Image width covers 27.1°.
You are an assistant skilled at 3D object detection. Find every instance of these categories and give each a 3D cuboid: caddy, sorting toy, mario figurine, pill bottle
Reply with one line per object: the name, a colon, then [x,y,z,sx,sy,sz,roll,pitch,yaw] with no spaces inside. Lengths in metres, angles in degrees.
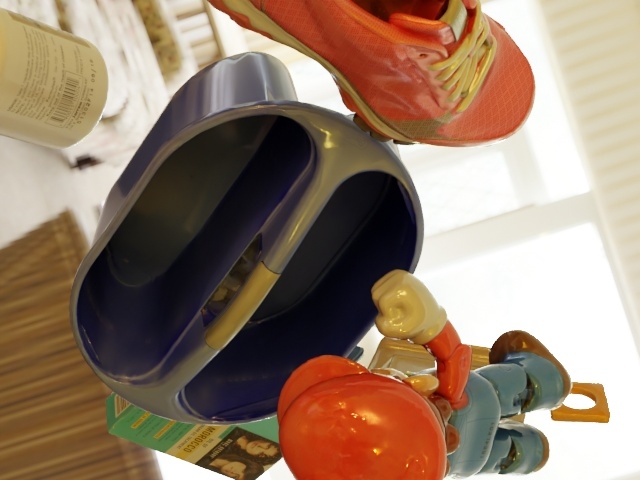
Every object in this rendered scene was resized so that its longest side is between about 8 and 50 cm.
caddy: [-0.064,0.011,1.132,0.241,0.341,0.179,28,29,-18]
sorting toy: [0.131,0.177,1.417,0.196,0.348,0.047,-59,153,-59]
mario figurine: [0.069,0.134,1.089,0.320,0.170,0.198,3,71,-53]
pill bottle: [-0.348,-0.181,1.410,0.229,0.131,0.131,14,55,-54]

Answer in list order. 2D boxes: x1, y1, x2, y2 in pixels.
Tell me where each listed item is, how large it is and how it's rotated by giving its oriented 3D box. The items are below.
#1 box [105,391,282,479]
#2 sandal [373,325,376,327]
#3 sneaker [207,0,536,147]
box: [-0.163,0.250,1.801,0.244,0.100,0.060,27,32,-33]
sandal: [0.000,0.002,1.485,0.446,0.107,0.167,12,47,-57]
sneaker: [0.060,-0.134,0.887,0.314,0.116,0.136,25,-5,-40]
